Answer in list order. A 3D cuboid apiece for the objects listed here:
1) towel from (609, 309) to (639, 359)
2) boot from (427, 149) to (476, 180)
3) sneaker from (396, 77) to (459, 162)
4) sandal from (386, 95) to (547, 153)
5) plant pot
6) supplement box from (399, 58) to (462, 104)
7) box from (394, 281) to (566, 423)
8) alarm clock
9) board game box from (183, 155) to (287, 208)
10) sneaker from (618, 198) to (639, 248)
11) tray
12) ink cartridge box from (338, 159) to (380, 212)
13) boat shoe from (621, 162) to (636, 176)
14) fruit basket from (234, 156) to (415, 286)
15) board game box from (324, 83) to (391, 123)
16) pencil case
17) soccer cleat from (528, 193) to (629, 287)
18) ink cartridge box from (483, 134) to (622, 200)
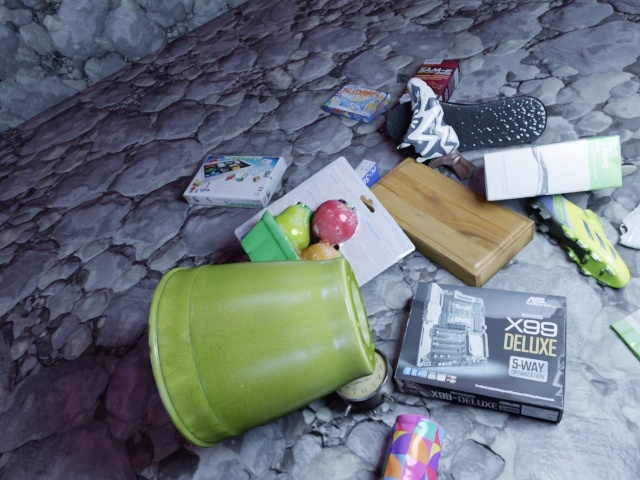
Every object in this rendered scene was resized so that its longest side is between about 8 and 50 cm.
[{"bbox_3d":[0.669,0.177,0.933,0.152,0.023,0.113,-24,44,2],"label":"towel"},{"bbox_3d":[0.372,-0.202,1.363,0.106,0.037,0.114,-48,67,26],"label":"boot"},{"bbox_3d":[0.263,-0.324,1.338,0.153,0.234,0.094,-29,2,4],"label":"sneaker"},{"bbox_3d":[0.416,-0.332,1.402,0.447,0.167,0.107,5,17,25],"label":"sandal"},{"bbox_3d":[-0.086,0.187,0.964,0.354,0.366,0.366,-16,47,9],"label":"plant pot"},{"bbox_3d":[0.372,-0.511,1.606,0.131,0.073,0.239,13,55,30],"label":"supplement box"},{"bbox_3d":[0.331,0.215,0.985,0.308,0.076,0.242,5,52,25],"label":"box"},{"bbox_3d":[0.092,0.279,1.027,0.130,0.064,0.191,-22,40,13],"label":"alarm clock"},{"bbox_3d":[-0.284,-0.199,1.597,0.306,0.053,0.192,6,54,25],"label":"board game box"},{"bbox_3d":[0.716,-0.046,1.084,0.061,0.053,0.152,10,55,31],"label":"sneaker"},{"bbox_3d":[0.307,-0.063,1.241,0.203,0.076,0.411,-39,49,-14],"label":"tray"},{"bbox_3d":[0.093,-0.125,1.358,0.046,0.097,0.207,23,62,34],"label":"ink cartridge box"},{"bbox_3d":[0.713,-0.177,1.201,0.133,0.049,0.041,-9,56,20],"label":"boat shoe"},{"bbox_3d":[0.000,0.000,1.211,0.353,0.165,0.327,-33,67,-6],"label":"fruit basket"},{"bbox_3d":[0.131,-0.488,1.703,0.201,0.035,0.136,26,63,36],"label":"board game box"},{"bbox_3d":[0.153,0.434,0.853,0.105,0.104,0.236,7,56,26],"label":"pencil case"},{"bbox_3d":[0.596,-0.018,1.078,0.121,0.093,0.289,-24,46,-4],"label":"soccer cleat"},{"bbox_3d":[0.535,-0.172,1.133,0.273,0.114,0.198,-5,9,23],"label":"ink cartridge box"}]
